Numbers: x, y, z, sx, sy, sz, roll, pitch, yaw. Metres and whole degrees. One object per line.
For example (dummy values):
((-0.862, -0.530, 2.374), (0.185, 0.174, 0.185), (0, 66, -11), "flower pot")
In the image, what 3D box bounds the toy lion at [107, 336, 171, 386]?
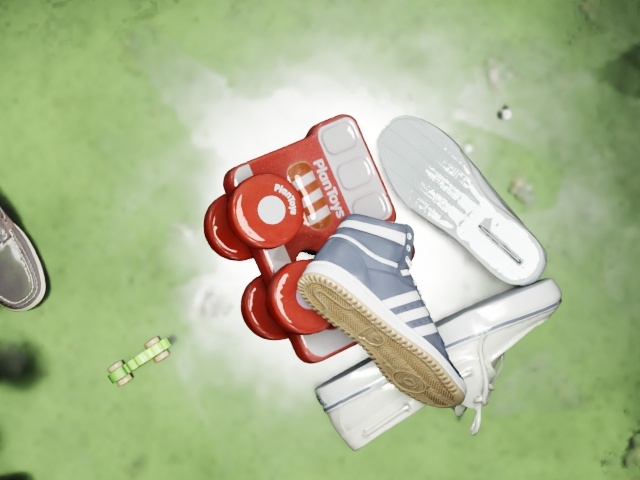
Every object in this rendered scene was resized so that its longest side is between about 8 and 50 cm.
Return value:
((-0.251, 0.167, 1.840), (0.100, 0.096, 0.034), (-33, 90, -1), "toy lion")

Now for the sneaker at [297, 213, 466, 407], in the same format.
((0.107, 0.084, 1.733), (0.282, 0.099, 0.153), (43, 50, -19), "sneaker")

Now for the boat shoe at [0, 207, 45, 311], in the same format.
((-0.486, -0.024, 1.840), (0.103, 0.092, 0.285), (-31, 88, 0), "boat shoe")

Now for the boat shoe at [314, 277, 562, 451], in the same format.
((0.186, 0.190, 1.830), (0.367, 0.136, 0.156), (-28, 89, 1), "boat shoe")

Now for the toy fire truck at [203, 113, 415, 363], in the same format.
((0.000, 0.000, 1.828), (0.254, 0.169, 0.302), (-25, 90, -20), "toy fire truck")

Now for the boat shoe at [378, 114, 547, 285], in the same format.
((0.196, -0.050, 1.854), (0.109, 0.094, 0.302), (-43, 78, 8), "boat shoe")
